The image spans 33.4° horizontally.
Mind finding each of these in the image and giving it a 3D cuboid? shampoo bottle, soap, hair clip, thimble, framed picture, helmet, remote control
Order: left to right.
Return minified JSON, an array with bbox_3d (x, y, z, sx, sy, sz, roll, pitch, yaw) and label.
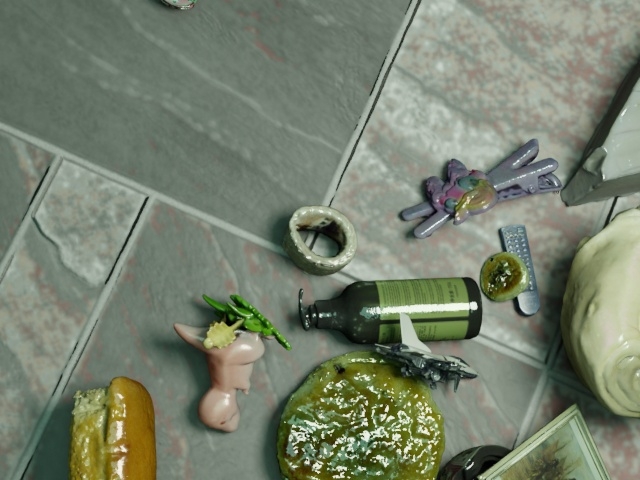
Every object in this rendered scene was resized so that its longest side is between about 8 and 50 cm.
[{"bbox_3d":[0.000,0.000,1.694,0.115,0.090,0.102,14,79,-5],"label":"thimble"},{"bbox_3d":[0.107,0.112,1.680,0.284,0.101,0.101,-2,80,-7],"label":"shampoo bottle"},{"bbox_3d":[0.239,0.397,1.639,0.153,0.107,0.177,18,83,-27],"label":"helmet"},{"bbox_3d":[0.266,-0.091,1.745,0.278,0.090,0.137,-18,48,-12],"label":"hair clip"},{"bbox_3d":[0.329,0.050,1.756,0.043,0.027,0.152,-8,79,-2],"label":"remote control"},{"bbox_3d":[0.374,0.417,1.637,0.217,0.017,0.274,-33,103,-23],"label":"framed picture"},{"bbox_3d":[0.510,-0.226,1.764,0.258,0.159,0.302,-11,80,-6],"label":"soap"}]

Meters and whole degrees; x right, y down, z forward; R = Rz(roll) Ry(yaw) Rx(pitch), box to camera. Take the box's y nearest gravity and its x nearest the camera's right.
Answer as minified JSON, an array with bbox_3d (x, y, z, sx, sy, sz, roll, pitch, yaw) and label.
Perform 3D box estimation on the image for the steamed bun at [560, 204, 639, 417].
[{"bbox_3d":[0.515,0.128,1.659,0.339,0.247,0.352,24,60,-19],"label":"steamed bun"}]

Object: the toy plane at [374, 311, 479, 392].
[{"bbox_3d":[0.174,0.195,1.641,0.234,0.160,0.082,39,66,-40],"label":"toy plane"}]

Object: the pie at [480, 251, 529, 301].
[{"bbox_3d":[0.298,0.059,1.738,0.084,0.021,0.084,-4,81,26],"label":"pie"}]

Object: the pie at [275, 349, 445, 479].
[{"bbox_3d":[0.069,0.309,1.653,0.277,0.078,0.277,1,80,-8],"label":"pie"}]

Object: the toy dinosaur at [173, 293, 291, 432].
[{"bbox_3d":[-0.154,0.179,1.637,0.177,0.152,0.194,-45,128,-11],"label":"toy dinosaur"}]

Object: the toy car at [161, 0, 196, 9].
[{"bbox_3d":[-0.228,-0.441,1.766,0.069,0.055,0.142,17,68,-12],"label":"toy car"}]

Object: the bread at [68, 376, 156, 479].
[{"bbox_3d":[-0.303,0.324,1.560,0.121,0.174,0.245,0,72,-2],"label":"bread"}]
